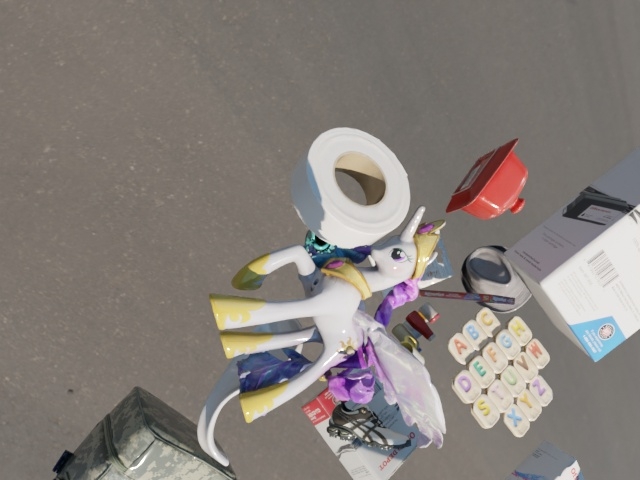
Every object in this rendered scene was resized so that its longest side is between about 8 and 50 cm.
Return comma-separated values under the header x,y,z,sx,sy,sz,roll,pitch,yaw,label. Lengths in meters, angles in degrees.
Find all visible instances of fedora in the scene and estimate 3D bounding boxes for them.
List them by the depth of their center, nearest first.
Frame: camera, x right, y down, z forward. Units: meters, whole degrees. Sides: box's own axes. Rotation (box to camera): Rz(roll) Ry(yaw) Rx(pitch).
x,y,z,sx,sy,sz,roll,pitch,yaw,label
0.640,0.120,2.010,0.244,0.275,0.124,-39,145,4,fedora

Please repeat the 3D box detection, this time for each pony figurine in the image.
x,y,z,sx,sy,sz,roll,pitch,yaw,label
0.037,0.139,0.844,0.364,0.303,0.350,-17,120,-14,pony figurine

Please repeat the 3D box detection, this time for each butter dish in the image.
x,y,z,sx,sy,sz,roll,pitch,yaw,label
0.344,-0.097,1.064,0.118,0.160,0.160,37,83,-3,butter dish

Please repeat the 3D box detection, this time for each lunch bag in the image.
x,y,z,sx,sy,sz,roll,pitch,yaw,label
-0.378,0.505,1.178,0.256,0.213,0.305,-48,122,-9,lunch bag

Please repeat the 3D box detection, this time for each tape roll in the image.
x,y,z,sx,sy,sz,roll,pitch,yaw,label
0.074,-0.126,1.314,0.286,0.100,0.286,12,62,-24,tape roll

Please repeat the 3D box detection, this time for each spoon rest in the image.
x,y,z,sx,sy,sz,roll,pitch,yaw,label
-0.125,0.245,0.959,0.084,0.137,0.276,48,63,-37,spoon rest

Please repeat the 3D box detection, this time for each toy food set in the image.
x,y,z,sx,sy,sz,roll,pitch,yaw,label
0.288,0.273,1.611,0.232,0.104,0.111,-26,155,-40,toy food set

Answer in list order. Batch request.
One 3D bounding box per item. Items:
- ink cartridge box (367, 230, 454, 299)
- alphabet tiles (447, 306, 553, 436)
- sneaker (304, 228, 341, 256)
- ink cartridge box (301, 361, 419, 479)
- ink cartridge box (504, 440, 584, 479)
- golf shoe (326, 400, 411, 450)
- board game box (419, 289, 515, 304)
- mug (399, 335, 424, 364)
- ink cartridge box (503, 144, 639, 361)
x,y,z,sx,sy,sz,roll,pitch,yaw,label
0.266,0.063,1.648,0.225,0.056,0.180,-22,104,-4,ink cartridge box
0.438,0.310,1.314,0.284,0.021,0.278,-34,84,-30,alphabet tiles
0.000,0.000,1.463,0.275,0.107,0.110,100,12,-48,sneaker
0.115,0.495,1.486,0.197,0.114,0.272,-30,77,-39,ink cartridge box
0.622,0.748,1.555,0.278,0.117,0.201,-35,111,-19,ink cartridge box
0.114,0.426,1.262,0.077,0.198,0.093,52,48,-68,golf shoe
0.492,0.191,1.853,0.145,0.281,0.027,10,83,-42,board game box
0.209,0.266,1.255,0.064,0.062,0.078,37,80,-33,mug
0.661,0.027,1.207,0.395,0.166,0.285,-40,115,6,ink cartridge box
